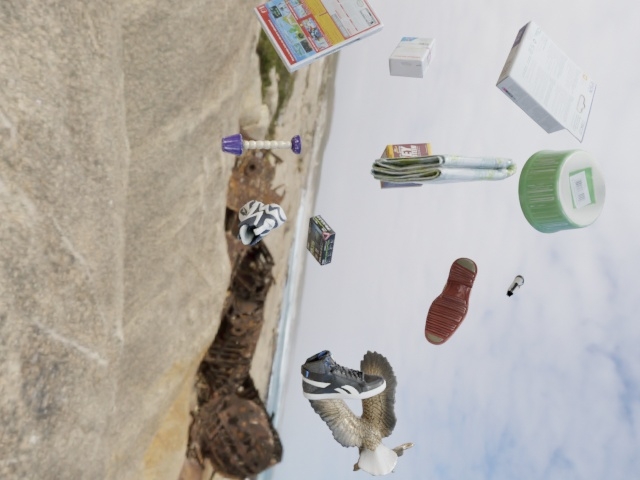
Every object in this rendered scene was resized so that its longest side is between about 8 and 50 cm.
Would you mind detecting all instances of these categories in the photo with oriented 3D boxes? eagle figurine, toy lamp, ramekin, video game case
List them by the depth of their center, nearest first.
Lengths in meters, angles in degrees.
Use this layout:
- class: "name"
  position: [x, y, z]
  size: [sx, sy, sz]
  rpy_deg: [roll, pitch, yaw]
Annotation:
- class: "video game case"
  position: [-0.005, -0.585, 1.428]
  size: [0.204, 0.285, 0.025]
  rpy_deg: [60, -10, 11]
- class: "eagle figurine"
  position: [0.110, 0.490, 1.507]
  size: [0.226, 0.225, 0.298]
  rpy_deg: [-22, 96, -54]
- class: "toy lamp"
  position: [-0.206, -0.335, 1.883]
  size: [0.080, 0.275, 0.080]
  rpy_deg: [175, -90, -73]
- class: "ramekin"
  position: [0.854, -0.176, 1.890]
  size: [0.148, 0.303, 0.303]
  rpy_deg: [0, -98, 61]

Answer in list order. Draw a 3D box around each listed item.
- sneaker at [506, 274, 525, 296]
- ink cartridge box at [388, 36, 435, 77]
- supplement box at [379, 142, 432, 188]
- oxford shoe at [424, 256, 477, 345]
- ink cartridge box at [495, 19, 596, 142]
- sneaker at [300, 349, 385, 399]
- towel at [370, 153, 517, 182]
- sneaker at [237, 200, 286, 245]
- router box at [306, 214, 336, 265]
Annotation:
- class: "sneaker"
  position: [0.744, 0.176, 2.060]
  size: [0.044, 0.040, 0.109]
  rpy_deg: [-36, 151, -41]
- class: "ink cartridge box"
  position: [0.236, -0.470, 1.385]
  size: [0.052, 0.089, 0.122]
  rpy_deg: [79, 32, -43]
- class: "supplement box"
  position: [0.366, -0.320, 2.334]
  size: [0.194, 0.191, 0.129]
  rpy_deg: [112, -27, -74]
- class: "oxford shoe"
  position: [0.464, 0.231, 1.901]
  size: [0.348, 0.123, 0.130]
  rpy_deg: [-56, 157, -24]
- class: "ink cartridge box"
  position: [0.742, -0.508, 1.760]
  size: [0.071, 0.330, 0.324]
  rpy_deg: [-32, -157, 55]
- class: "sneaker"
  position: [0.055, 0.338, 1.384]
  size: [0.079, 0.217, 0.121]
  rpy_deg: [-85, 168, -77]
- class: "towel"
  position: [0.396, -0.227, 1.763]
  size: [0.320, 0.374, 0.090]
  rpy_deg: [8, -79, 52]
- class: "sneaker"
  position: [-0.235, -0.052, 1.779]
  size: [0.153, 0.235, 0.094]
  rpy_deg: [-40, 123, -31]
- class: "router box"
  position: [0.000, 0.000, 1.598]
  size: [0.092, 0.038, 0.122]
  rpy_deg: [50, -35, 39]
